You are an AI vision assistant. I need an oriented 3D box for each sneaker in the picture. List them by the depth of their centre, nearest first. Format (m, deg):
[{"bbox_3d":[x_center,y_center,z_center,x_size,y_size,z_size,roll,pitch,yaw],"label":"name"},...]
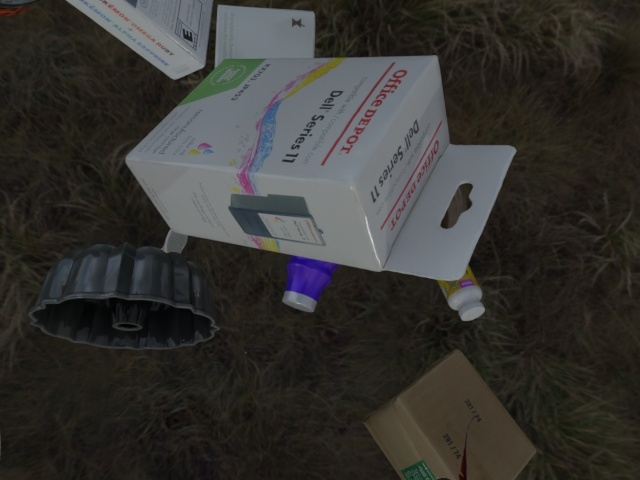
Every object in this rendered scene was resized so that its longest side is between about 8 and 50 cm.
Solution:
[{"bbox_3d":[-0.359,0.019,1.371,0.050,0.070,0.135,9,98,-40],"label":"sneaker"}]

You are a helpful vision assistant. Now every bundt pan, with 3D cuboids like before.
[{"bbox_3d":[-0.349,0.102,1.069,0.330,0.331,0.124,3,65,-7],"label":"bundt pan"}]

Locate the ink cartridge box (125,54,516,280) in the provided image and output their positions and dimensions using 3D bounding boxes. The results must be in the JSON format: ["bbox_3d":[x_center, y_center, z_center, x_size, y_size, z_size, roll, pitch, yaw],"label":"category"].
[{"bbox_3d":[0.001,-0.092,0.607,0.353,0.119,0.207,9,50,30],"label":"ink cartridge box"}]

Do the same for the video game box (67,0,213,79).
[{"bbox_3d":[-0.166,-0.273,0.489,0.048,0.187,0.205,-11,64,29],"label":"video game box"}]

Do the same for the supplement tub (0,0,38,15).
[{"bbox_3d":[-0.530,-0.532,0.963,0.207,0.338,0.207,9,73,-33],"label":"supplement tub"}]

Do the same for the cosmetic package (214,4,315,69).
[{"bbox_3d":[-0.103,-0.254,1.026,0.155,0.365,0.197,2,90,-7],"label":"cosmetic package"}]

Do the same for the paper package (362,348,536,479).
[{"bbox_3d":[0.322,0.490,1.450,0.309,0.168,0.325,-23,70,-42],"label":"paper package"}]

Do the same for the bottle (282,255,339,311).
[{"bbox_3d":[0.000,0.000,1.157,0.118,0.092,0.283,20,74,-5],"label":"bottle"}]

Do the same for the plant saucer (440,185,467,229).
[{"bbox_3d":[0.274,-0.066,1.468,0.041,0.278,0.278,-6,80,-22],"label":"plant saucer"}]

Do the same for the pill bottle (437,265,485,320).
[{"bbox_3d":[0.170,0.055,0.710,0.043,0.043,0.083,-13,54,-10],"label":"pill bottle"}]

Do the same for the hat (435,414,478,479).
[{"bbox_3d":[0.242,0.451,1.029,0.172,0.208,0.184,14,112,-34],"label":"hat"}]
